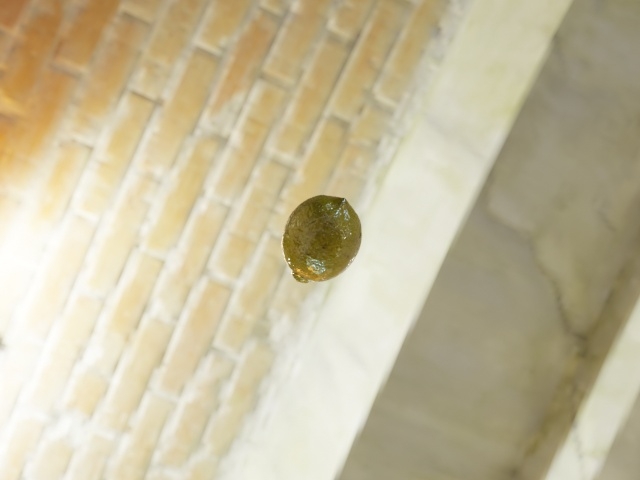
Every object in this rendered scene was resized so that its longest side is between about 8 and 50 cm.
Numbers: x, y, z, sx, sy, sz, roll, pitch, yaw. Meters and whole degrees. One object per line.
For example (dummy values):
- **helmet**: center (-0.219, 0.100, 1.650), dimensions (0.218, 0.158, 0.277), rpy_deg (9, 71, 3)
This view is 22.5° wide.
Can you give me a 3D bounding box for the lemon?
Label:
- **lemon**: center (0.000, 0.000, 1.258), dimensions (0.083, 0.062, 0.062), rpy_deg (-62, -158, 25)
